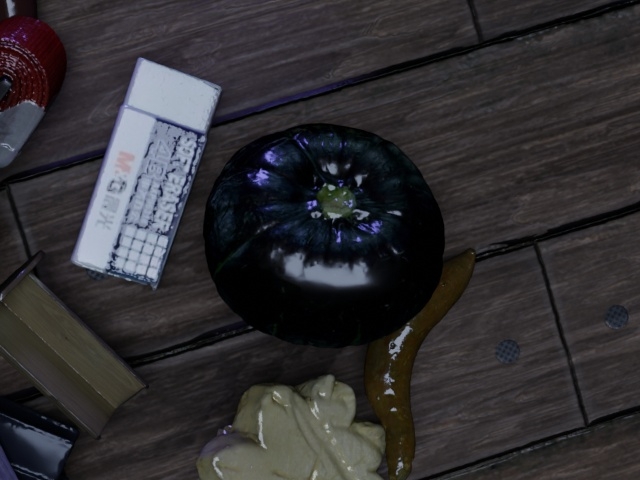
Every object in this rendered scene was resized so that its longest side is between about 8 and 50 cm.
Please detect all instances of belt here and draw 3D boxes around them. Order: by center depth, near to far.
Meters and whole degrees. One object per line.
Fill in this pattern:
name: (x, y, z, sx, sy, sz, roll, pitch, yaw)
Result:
belt: (-0.414, -0.183, 1.403, 0.128, 0.124, 0.201, 34, 113, -14)

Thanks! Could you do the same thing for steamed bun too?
steamed bun: (-0.049, 0.326, 1.459, 0.292, 0.137, 0.295, 12, 73, -34)

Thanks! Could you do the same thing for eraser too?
eraser: (-0.232, -0.088, 1.472, 0.130, 0.086, 0.287, 20, 92, -8)

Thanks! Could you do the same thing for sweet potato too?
sweet potato: (0.116, 0.155, 1.499, 0.108, 0.079, 0.346, 10, 71, 26)

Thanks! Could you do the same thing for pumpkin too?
pumpkin: (0.000, 0.000, 1.428, 0.315, 0.238, 0.315, 2, 70, -6)

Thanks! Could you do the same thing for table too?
table: (-0.348, 0.149, 1.449, 0.167, 0.167, 0.226, -44, 103, -1)

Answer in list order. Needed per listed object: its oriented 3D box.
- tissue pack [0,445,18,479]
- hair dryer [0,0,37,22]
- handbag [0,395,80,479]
tissue pack: (-0.570, 0.338, 1.266, 0.417, 0.253, 0.264, -28, 95, -4)
hair dryer: (-0.309, -0.439, 1.450, 0.341, 0.123, 0.312, -14, 106, -15)
handbag: (-0.511, 0.338, 1.459, 0.329, 0.122, 0.303, 24, 90, -6)
